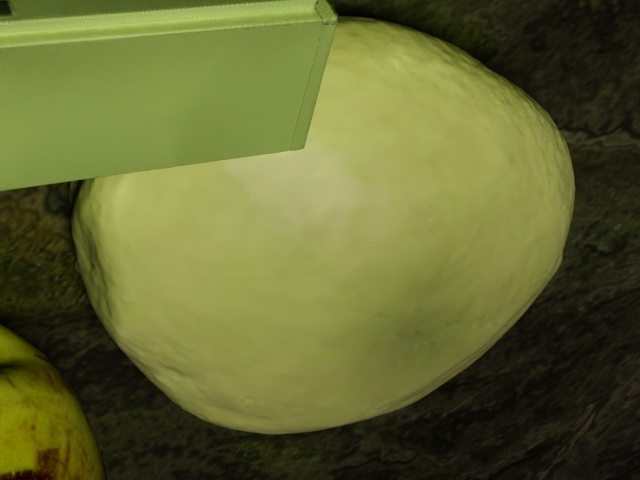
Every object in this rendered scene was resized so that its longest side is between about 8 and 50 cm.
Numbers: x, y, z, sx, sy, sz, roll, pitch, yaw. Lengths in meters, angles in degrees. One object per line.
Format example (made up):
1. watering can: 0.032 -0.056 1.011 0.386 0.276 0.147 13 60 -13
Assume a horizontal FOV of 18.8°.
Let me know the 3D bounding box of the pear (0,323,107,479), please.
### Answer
1. pear: -0.284 0.190 1.433 0.284 0.283 0.283 -19 142 -16

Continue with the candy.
1. candy: 0.000 0.000 1.485 0.386 0.186 0.427 -36 139 13

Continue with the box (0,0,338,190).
1. box: -0.140 -0.156 1.160 0.225 0.225 0.117 -9 138 -27
